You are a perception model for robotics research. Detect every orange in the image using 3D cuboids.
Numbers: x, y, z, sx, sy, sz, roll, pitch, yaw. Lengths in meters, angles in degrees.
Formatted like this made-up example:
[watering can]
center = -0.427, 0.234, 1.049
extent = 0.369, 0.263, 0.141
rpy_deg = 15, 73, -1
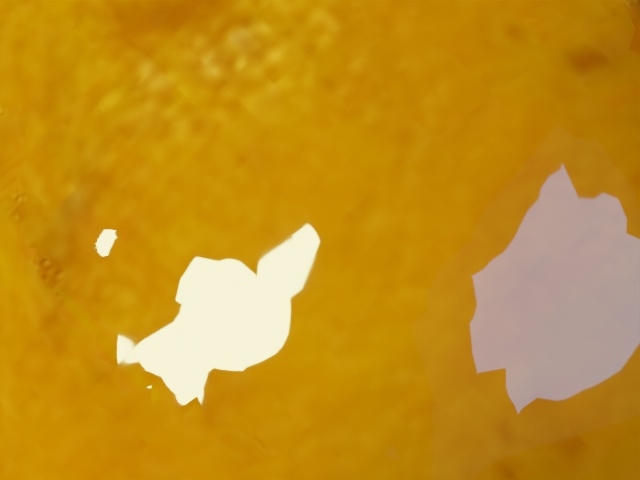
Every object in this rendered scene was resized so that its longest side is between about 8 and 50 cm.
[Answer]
[orange]
center = 0.000, 0.000, 0.483
extent = 0.312, 0.312, 0.312
rpy_deg = -16, 111, -46
